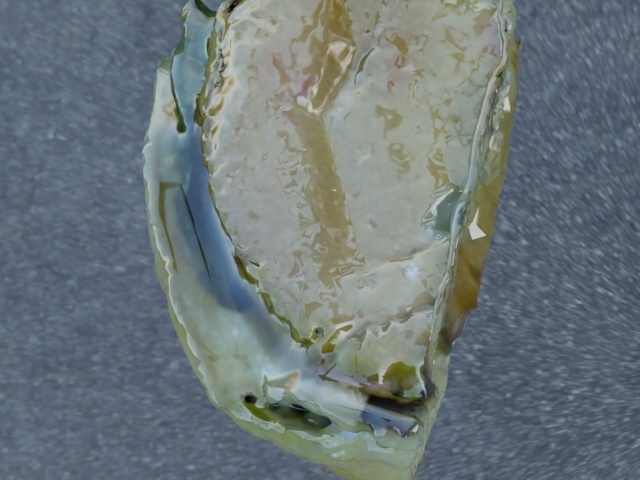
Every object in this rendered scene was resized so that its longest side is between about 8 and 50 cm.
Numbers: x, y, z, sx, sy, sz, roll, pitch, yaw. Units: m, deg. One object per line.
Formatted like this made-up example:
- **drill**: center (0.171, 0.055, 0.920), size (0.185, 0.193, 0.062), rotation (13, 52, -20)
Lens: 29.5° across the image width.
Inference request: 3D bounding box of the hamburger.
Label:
- **hamburger**: center (0.000, 0.000, 0.495), size (0.155, 0.135, 0.208), rotation (3, 64, 7)
